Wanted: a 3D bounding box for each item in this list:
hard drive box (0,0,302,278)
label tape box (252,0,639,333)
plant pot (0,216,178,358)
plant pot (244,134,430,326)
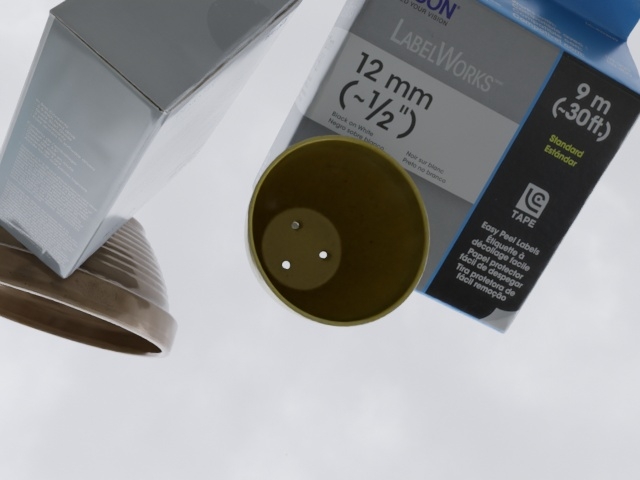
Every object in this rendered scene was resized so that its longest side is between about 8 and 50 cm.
[{"bbox_3d":[-0.131,-0.101,0.605,0.089,0.232,0.181,42,-132,-5],"label":"hard drive box"},{"bbox_3d":[0.128,-0.129,0.712,0.249,0.115,0.348,26,-76,-12],"label":"label tape box"},{"bbox_3d":[-0.236,0.020,0.767,0.237,0.237,0.110,15,-108,2],"label":"plant pot"},{"bbox_3d":[0.000,0.000,0.617,0.134,0.095,0.134,3,-101,-19],"label":"plant pot"}]
